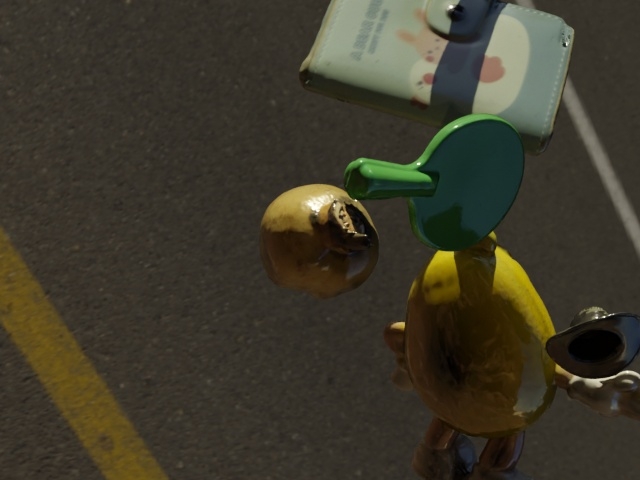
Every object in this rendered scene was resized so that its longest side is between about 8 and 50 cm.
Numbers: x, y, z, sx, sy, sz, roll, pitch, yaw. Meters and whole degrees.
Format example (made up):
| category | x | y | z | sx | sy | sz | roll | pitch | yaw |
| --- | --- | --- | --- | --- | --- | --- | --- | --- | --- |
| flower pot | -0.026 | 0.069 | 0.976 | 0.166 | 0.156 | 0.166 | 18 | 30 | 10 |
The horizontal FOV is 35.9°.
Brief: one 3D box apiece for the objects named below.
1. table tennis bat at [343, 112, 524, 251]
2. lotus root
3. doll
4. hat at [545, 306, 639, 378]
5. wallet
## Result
| category | x | y | z | sx | sy | sz | roll | pitch | yaw |
| --- | --- | --- | --- | --- | --- | --- | --- | --- | --- |
| table tennis bat | 0.127 | -0.062 | 1.056 | 0.257 | 0.039 | 0.160 | -1 | 114 | -41 |
| lotus root | 0.000 | 0.000 | 1.040 | 0.125 | 0.221 | 0.118 | 0 | 77 | -15 |
| doll | 0.232 | 0.202 | 1.326 | 0.348 | 0.423 | 0.161 | 37 | 41 | 8 |
| hat | 0.316 | 0.107 | 1.140 | 0.121 | 0.121 | 0.050 | 34 | 38 | -31 |
| wallet | 0.172 | -0.267 | 1.415 | 0.360 | 0.083 | 0.252 | 18 | 63 | 6 |
